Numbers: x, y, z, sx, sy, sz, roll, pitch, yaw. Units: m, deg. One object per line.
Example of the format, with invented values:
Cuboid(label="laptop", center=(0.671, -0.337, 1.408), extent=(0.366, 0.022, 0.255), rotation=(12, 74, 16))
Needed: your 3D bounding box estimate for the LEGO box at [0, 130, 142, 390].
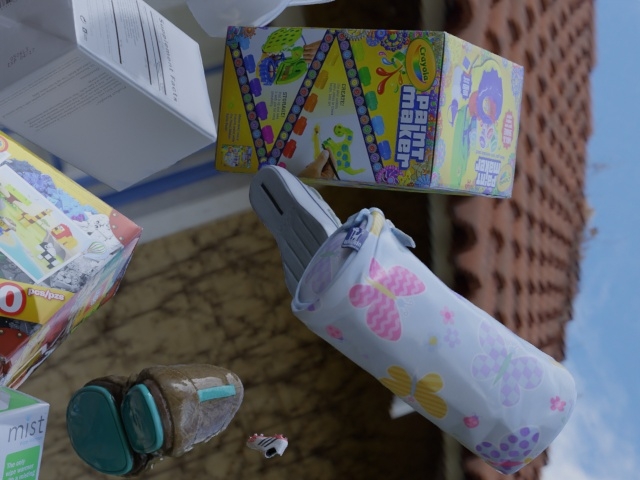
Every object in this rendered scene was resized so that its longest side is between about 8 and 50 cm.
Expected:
Cuboid(label="LEGO box", center=(-0.596, -0.005, 2.036), extent=(0.500, 0.372, 0.193), rotation=(34, -48, 4))

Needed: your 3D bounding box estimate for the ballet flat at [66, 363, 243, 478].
Cuboid(label="ballet flat", center=(-0.168, 0.180, 1.381), extent=(0.342, 0.124, 0.116), rotation=(-31, -105, 62))

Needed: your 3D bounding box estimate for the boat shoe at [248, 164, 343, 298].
Cuboid(label="boat shoe", center=(0.000, 0.000, 1.387), extent=(0.083, 0.076, 0.226), rotation=(-51, -136, 27))

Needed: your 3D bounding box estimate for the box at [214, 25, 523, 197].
Cuboid(label="box", center=(0.068, -0.151, 1.606), extent=(0.290, 0.279, 0.177), rotation=(2, 94, -65))

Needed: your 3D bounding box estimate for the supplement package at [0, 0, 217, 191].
Cuboid(label="supplement package", center=(-0.298, -0.219, 1.719), extent=(0.293, 0.178, 0.175), rotation=(34, 36, -53))

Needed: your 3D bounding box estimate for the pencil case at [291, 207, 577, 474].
Cuboid(label="pencil case", center=(0.104, 0.092, 1.191), extent=(0.273, 0.124, 0.113), rotation=(40, -40, -12))

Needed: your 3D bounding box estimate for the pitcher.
Cuboid(label="pitcher", center=(-0.067, -0.346, 1.765), extent=(0.178, 0.207, 0.125), rotation=(47, 18, -53))

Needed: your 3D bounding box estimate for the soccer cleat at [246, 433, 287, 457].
Cuboid(label="soccer cleat", center=(-0.085, 0.319, 2.026), extent=(0.029, 0.083, 0.035), rotation=(44, 51, -35))

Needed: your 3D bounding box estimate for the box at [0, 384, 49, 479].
Cuboid(label="box", center=(-0.397, 0.262, 1.231), extent=(0.262, 0.127, 0.231), rotation=(-3, 106, -64))
